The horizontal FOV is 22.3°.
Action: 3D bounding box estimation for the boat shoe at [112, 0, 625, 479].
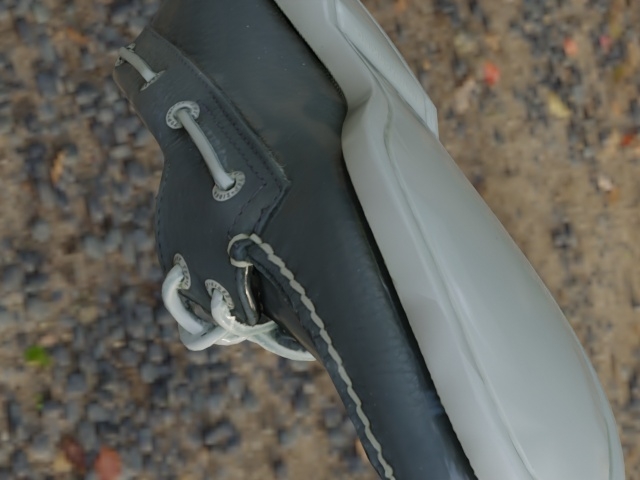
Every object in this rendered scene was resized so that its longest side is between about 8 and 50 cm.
[{"bbox_3d":[0.000,0.000,0.524,0.116,0.099,0.319,42,15,-38],"label":"boat shoe"}]
